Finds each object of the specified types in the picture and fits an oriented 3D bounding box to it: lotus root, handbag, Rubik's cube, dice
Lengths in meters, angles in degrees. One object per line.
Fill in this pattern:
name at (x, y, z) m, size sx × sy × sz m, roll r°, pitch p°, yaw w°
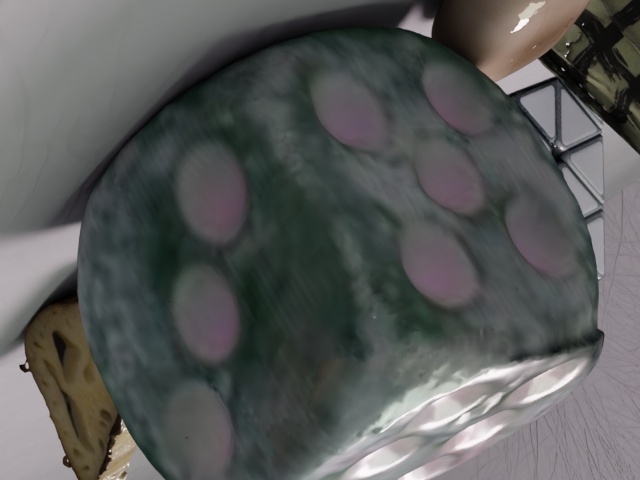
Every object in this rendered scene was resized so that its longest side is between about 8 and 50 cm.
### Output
lotus root at (-0.236, 0.140, 1.617) m, size 0.074 × 0.170 × 0.261 m, roll -32°, pitch 162°, yaw -43°
handbag at (0.449, -0.191, 1.672) m, size 0.325 × 0.327 × 0.162 m, roll -28°, pitch 165°, yaw -30°
Rubik's cube at (0.265, -0.100, 2.066) m, size 0.233 × 0.229 × 0.228 m, roll 3°, pitch 120°, yaw -5°
dice at (0.017, 0.040, 1.335) m, size 0.330 × 0.348 × 0.328 m, roll -14°, pitch 159°, yaw -47°

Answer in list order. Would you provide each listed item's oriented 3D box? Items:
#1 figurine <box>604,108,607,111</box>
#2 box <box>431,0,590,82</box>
figurine at (0.391, -0.229, 1.932) m, size 0.145 × 0.145 × 0.222 m, roll -31°, pitch -179°, yaw -7°
box at (0.175, -0.213, 1.397) m, size 0.146 × 0.088 × 0.200 m, roll -31°, pitch 169°, yaw -19°
